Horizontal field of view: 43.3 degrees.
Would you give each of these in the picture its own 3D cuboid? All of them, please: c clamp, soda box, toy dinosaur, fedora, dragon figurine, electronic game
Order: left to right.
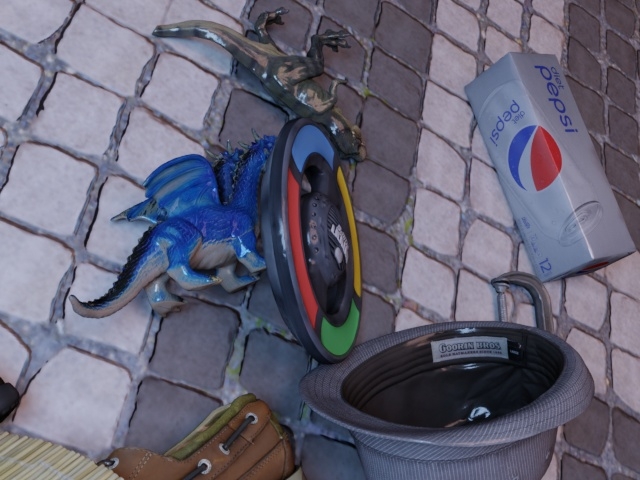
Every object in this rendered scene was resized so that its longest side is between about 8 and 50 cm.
[{"bbox_3d":[-0.125,-0.018,0.715,0.289,0.085,0.144,-18,78,-43],"label":"dragon figurine"},{"bbox_3d":[-0.037,-0.195,0.880,0.268,0.064,0.118,32,61,-15],"label":"toy dinosaur"},{"bbox_3d":[0.000,0.000,0.750,0.229,0.048,0.229,-7,90,-73],"label":"electronic game"},{"bbox_3d":[0.120,0.171,0.742,0.275,0.243,0.124,-20,110,-43],"label":"fedora"},{"bbox_3d":[0.230,0.104,0.945,0.137,0.022,0.161,20,59,-26],"label":"c clamp"},{"bbox_3d":[0.291,-0.096,1.035,0.098,0.091,0.286,-7,73,-36],"label":"soda box"}]

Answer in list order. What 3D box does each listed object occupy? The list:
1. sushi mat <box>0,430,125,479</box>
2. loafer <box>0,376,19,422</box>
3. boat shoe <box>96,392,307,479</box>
[{"bbox_3d":[-0.275,0.215,0.463,0.316,0.151,0.019,-33,116,-43],"label":"sushi mat"},{"bbox_3d":[-0.312,0.139,0.529,0.078,0.080,0.220,53,42,5],"label":"loafer"},{"bbox_3d":[-0.142,0.207,0.592,0.307,0.110,0.104,-18,81,-50],"label":"boat shoe"}]
